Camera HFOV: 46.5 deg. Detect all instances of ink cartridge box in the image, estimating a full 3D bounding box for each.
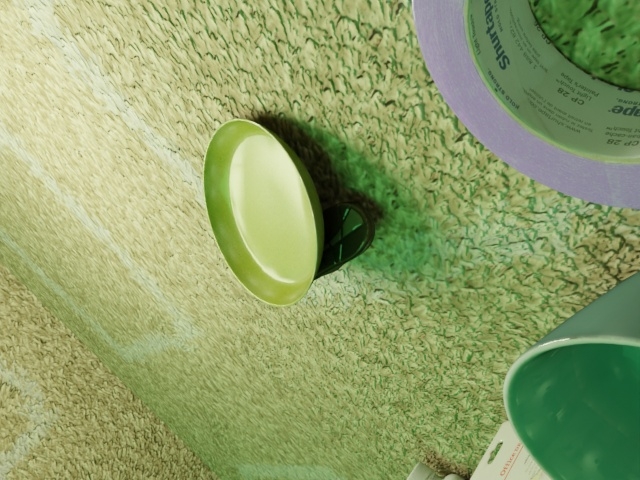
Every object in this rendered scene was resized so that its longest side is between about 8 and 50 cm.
[{"bbox_3d":[0.291,0.287,0.924,0.067,0.115,0.198,50,150,-15],"label":"ink cartridge box"}]

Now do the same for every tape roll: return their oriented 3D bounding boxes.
[{"bbox_3d":[0.200,-0.153,0.493,0.275,0.090,0.275,30,148,21],"label":"tape roll"}]

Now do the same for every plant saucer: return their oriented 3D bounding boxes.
[{"bbox_3d":[-0.068,-0.036,0.931,0.241,0.037,0.241,27,126,44],"label":"plant saucer"}]

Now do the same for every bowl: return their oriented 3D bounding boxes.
[{"bbox_3d":[0.335,0.138,0.635,0.311,0.163,0.311,30,148,21],"label":"bowl"}]

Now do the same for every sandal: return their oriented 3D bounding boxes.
[{"bbox_3d":[0.000,0.000,0.947,0.219,0.060,0.090,-27,84,49],"label":"sandal"}]

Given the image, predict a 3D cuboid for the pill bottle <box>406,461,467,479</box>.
[{"bbox_3d":[0.231,0.457,1.200,0.221,0.124,0.124,32,148,18],"label":"pill bottle"}]
